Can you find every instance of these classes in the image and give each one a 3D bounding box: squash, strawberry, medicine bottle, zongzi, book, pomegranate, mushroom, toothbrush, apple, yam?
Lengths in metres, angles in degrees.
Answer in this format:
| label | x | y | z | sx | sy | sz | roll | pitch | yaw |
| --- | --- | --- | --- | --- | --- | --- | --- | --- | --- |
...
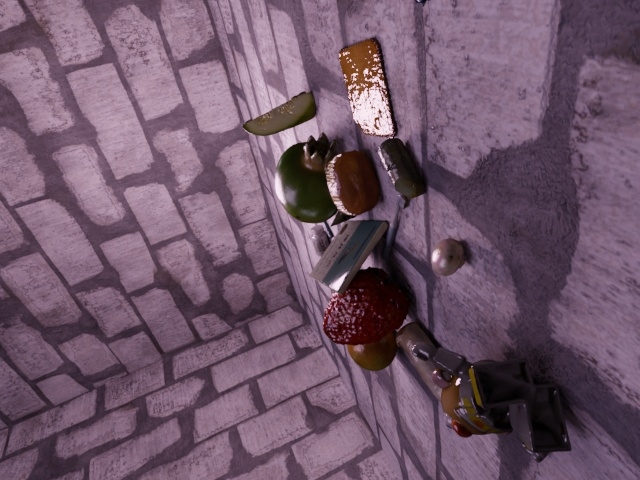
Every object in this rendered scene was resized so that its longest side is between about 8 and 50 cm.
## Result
| label | x | y | z | sx | sy | sz | roll | pitch | yaw |
| --- | --- | --- | --- | --- | --- | --- | --- | --- | --- |
| squash | -0.151 | -0.441 | 1.504 | 0.093 | 0.252 | 0.169 | 68 | 167 | -6 |
| strawberry | 0.136 | 0.227 | 1.352 | 0.239 | 0.288 | 0.250 | 50 | 179 | 30 |
| medicine bottle | 0.000 | 0.000 | 2.002 | 0.079 | 0.079 | 0.140 | -138 | 29 | -63 |
| zongzi | 0.076 | -0.107 | 1.430 | 0.052 | 0.113 | 0.104 | 48 | 158 | 41 |
| book | 0.082 | 0.043 | 1.411 | 0.031 | 0.264 | 0.379 | 35 | 173 | -13 |
| pomegranate | -0.055 | -0.227 | 1.466 | 0.359 | 0.215 | 0.310 | 99 | 162 | -62 |
| mushroom | 0.336 | 0.373 | 1.215 | 0.351 | 0.094 | 0.123 | -132 | 41 | -53 |
| mushroom | 0.283 | 0.038 | 0.919 | 0.084 | 0.067 | 0.084 | -58 | 16 | 28 |
| toothbrush | 0.212 | -0.031 | 1.205 | 0.030 | 0.025 | 0.342 | 59 | 164 | 25 |
| apple | 0.202 | 0.407 | 1.604 | 0.196 | 0.195 | 0.196 | 158 | 90 | -77 |
| yam | 0.189 | -0.165 | 0.975 | 0.070 | 0.069 | 0.147 | 121 | 127 | -74 |

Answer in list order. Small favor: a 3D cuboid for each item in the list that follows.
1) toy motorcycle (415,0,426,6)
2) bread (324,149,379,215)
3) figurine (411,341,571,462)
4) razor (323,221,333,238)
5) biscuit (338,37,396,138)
| label | x | y | z | sx | sy | sz | roll | pitch | yaw |
| --- | --- | --- | --- | --- | --- | --- | --- | --- | --- |
| toy motorcycle | 0.155 | -0.446 | 0.582 | 0.239 | 0.108 | 0.204 | -82 | -17 | -63 |
| bread | 0.095 | -0.166 | 1.218 | 0.191 | 0.132 | 0.114 | 68 | 166 | -12 |
| figurine | 0.358 | 0.343 | 0.891 | 0.343 | 0.166 | 0.285 | 61 | 163 | 12 |
| razor | 0.013 | -0.094 | 1.921 | 0.066 | 0.033 | 0.190 | -38 | 72 | 33 |
| biscuit | 0.115 | -0.378 | 1.056 | 0.237 | 0.013 | 0.232 | -139 | 30 | -65 |
